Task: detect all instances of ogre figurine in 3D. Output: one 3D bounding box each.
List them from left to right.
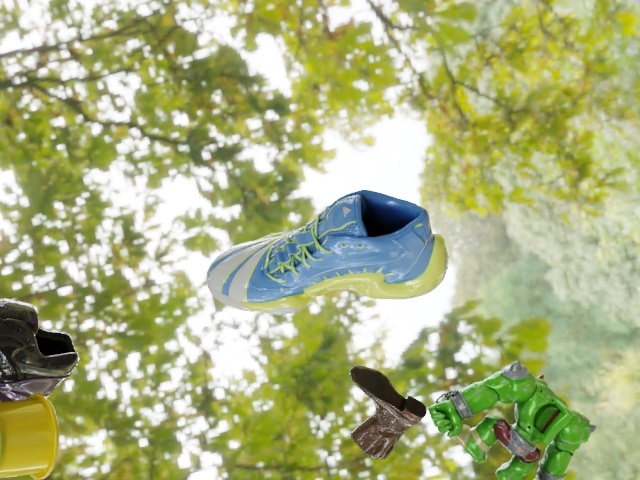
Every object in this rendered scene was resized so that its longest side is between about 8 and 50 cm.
[{"bbox_3d":[0.227,0.212,1.099,0.197,0.118,0.097,44,-167,-3],"label":"ogre figurine"}]

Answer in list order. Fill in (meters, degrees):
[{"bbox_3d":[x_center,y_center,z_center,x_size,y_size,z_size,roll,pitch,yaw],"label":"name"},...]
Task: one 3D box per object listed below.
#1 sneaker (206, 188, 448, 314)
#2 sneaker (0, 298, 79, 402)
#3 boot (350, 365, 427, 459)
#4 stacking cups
[{"bbox_3d":[0.000,0.000,0.935,0.126,0.240,0.091,77,-172,-51],"label":"sneaker"},{"bbox_3d":[-0.384,0.094,1.075,0.283,0.124,0.107,44,-169,-51],"label":"sneaker"},{"bbox_3d":[0.058,0.209,1.172,0.114,0.106,0.037,-55,0,44],"label":"boot"},{"bbox_3d":[-0.423,0.205,0.974,0.316,0.096,0.096,5,-114,-43],"label":"stacking cups"}]
